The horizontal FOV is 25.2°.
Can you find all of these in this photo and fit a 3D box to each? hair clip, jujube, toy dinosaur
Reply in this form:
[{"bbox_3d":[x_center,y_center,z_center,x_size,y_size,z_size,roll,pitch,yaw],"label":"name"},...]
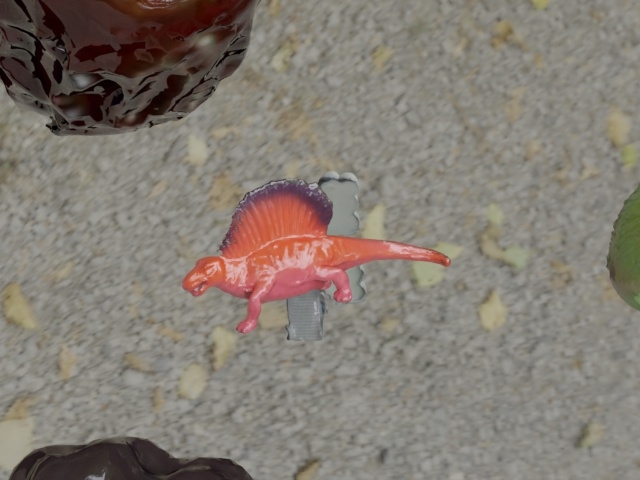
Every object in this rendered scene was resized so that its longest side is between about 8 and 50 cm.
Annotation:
[{"bbox_3d":[-0.019,0.016,1.635,0.140,0.220,0.054,3,37,13],"label":"hair clip"},{"bbox_3d":[-0.140,-0.207,0.949,0.258,0.377,0.258,1,78,-4],"label":"jujube"},{"bbox_3d":[-0.004,-0.006,1.423,0.286,0.070,0.139,-14,113,-19],"label":"toy dinosaur"}]

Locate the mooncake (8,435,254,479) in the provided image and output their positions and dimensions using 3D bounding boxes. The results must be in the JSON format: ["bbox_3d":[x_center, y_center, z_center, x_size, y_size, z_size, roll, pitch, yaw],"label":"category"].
[{"bbox_3d":[-0.165,0.349,1.195,0.350,0.212,0.381,-19,57,-10],"label":"mooncake"}]

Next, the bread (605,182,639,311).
[{"bbox_3d":[0.320,-0.048,0.913,0.301,0.301,0.045,-44,114,-27],"label":"bread"}]
